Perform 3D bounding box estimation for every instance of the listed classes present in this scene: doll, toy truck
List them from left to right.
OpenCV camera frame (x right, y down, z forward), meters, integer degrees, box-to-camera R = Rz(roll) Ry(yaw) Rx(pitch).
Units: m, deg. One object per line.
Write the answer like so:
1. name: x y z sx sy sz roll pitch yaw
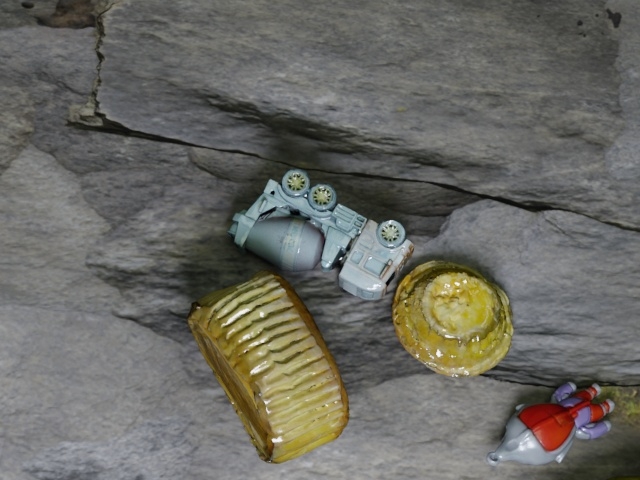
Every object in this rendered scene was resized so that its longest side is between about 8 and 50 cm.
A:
1. toy truck: 0.000 0.000 1.922 0.256 0.108 0.140 29 78 7
2. doll: 0.327 0.269 1.864 0.227 0.075 0.102 -25 58 -28

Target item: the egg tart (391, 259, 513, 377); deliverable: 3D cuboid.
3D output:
1. egg tart: 0.198 0.108 1.919 0.191 0.074 0.191 2 67 -5

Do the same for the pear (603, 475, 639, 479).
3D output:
1. pear: 0.371 0.454 1.700 0.253 0.253 0.307 33 49 7

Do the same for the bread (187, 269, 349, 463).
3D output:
1. bread: -0.068 0.172 1.765 0.142 0.227 0.253 -26 66 -21
